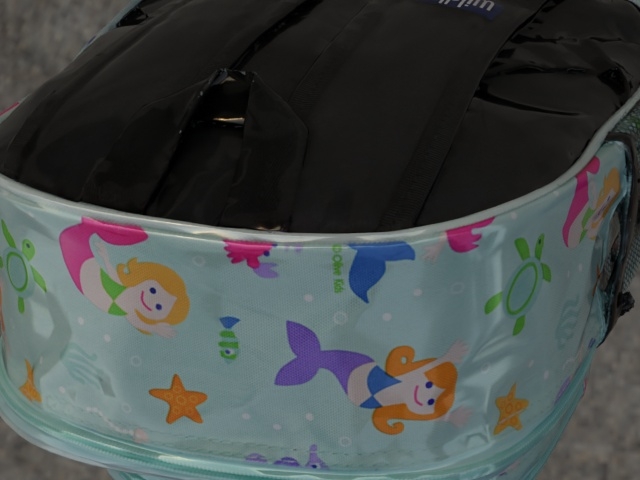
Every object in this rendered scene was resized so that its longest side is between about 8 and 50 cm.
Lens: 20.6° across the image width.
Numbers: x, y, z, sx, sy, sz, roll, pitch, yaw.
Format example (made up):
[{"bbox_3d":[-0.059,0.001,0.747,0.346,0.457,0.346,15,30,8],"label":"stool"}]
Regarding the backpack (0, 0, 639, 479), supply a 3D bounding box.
[{"bbox_3d":[0.000,0.000,0.627,0.225,0.253,0.191,8,111,17],"label":"backpack"}]
